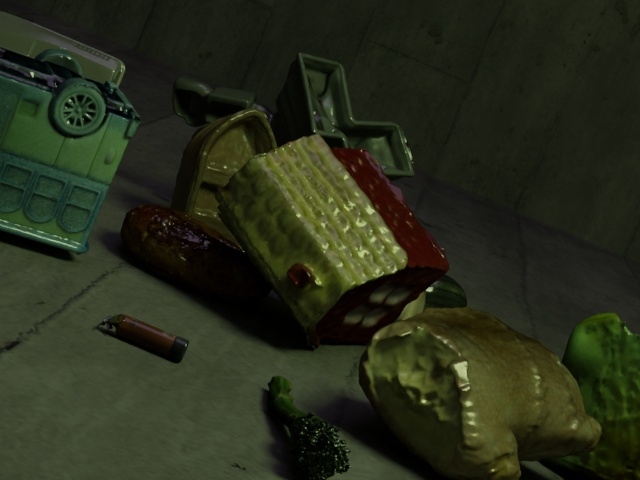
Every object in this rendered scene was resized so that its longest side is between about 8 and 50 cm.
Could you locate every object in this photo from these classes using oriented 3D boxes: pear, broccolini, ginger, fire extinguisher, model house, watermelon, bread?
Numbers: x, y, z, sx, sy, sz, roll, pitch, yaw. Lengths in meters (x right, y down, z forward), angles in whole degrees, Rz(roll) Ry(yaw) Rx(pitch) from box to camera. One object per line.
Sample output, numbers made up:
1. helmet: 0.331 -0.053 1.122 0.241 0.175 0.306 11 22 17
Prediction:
1. pear: 0.406 0.190 1.654 0.282 0.176 0.286 16 1 -41
2. broccolini: -0.019 0.158 1.392 0.054 0.051 0.239 14 5 -13
3. ginger: 0.152 0.157 1.524 0.275 0.130 0.221 19 21 -25
4. fire extinguisher: -0.164 0.088 1.476 0.083 0.022 0.028 22 40 1
5. model house: 0.000 0.000 1.750 0.196 0.160 0.254 54 16 16
6. watermelon: 0.139 0.075 2.070 0.110 0.078 0.078 18 10 -35
7. bread: -0.141 0.012 1.825 0.193 0.064 0.193 24 7 -3

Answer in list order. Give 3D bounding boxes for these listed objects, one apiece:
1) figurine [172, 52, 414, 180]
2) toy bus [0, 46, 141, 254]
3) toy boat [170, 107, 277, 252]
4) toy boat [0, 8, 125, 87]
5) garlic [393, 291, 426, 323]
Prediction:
1. figurine: -0.048 -0.102 2.138 0.167 0.285 0.342 -30 88 -48
2. toy bus: -0.363 -0.121 1.648 0.312 0.190 0.152 18 15 -26
3. toy boat: -0.119 -0.078 2.007 0.116 0.188 0.061 16 3 -33
4. toy boat: -0.435 -0.261 2.443 0.269 0.141 0.141 23 9 15
5. garlic: 0.044 0.039 1.976 0.164 0.145 0.245 -27 43 -34
